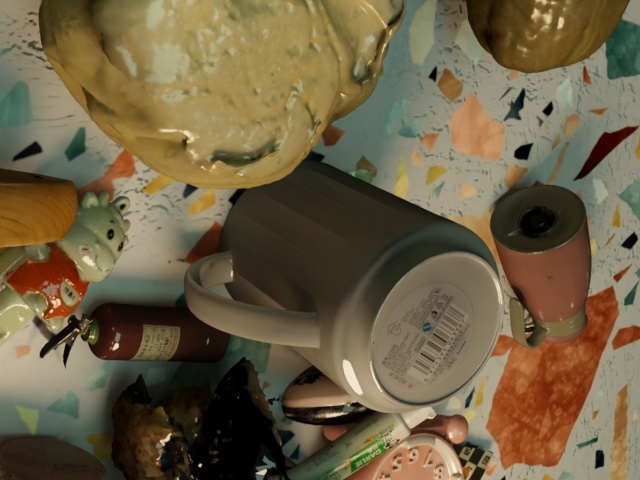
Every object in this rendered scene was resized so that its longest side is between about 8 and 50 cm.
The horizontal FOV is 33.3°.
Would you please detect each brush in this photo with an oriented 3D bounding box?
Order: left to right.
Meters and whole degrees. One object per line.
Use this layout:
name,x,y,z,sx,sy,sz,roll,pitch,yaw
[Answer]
brush,-0.359,-0.084,1.072,0.267,0.174,0.166,5,98,-44

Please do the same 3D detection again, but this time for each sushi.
sushi,-0.153,0.275,1.349,0.219,0.225,0.238,-5,96,-8
sushi,0.200,0.400,1.808,0.201,0.031,0.139,22,95,-45

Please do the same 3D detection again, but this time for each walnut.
walnut,0.311,-0.364,1.422,0.283,0.227,0.282,-17,129,-22

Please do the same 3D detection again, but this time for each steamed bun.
steamed bun,-0.106,-0.227,1.154,0.372,0.230,0.324,-35,127,-23

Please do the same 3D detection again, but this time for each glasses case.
glasses case,0.042,0.195,1.459,0.314,0.122,0.075,-11,96,-71

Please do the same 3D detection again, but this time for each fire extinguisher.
fire extinguisher,-0.230,0.125,1.328,0.231,0.071,0.099,5,128,-38

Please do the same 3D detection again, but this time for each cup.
cup,0.013,0.058,1.306,0.323,0.327,0.236,-12,115,-29

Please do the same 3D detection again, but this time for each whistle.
whistle,-0.308,0.038,1.206,0.253,0.106,0.101,-44,113,-14

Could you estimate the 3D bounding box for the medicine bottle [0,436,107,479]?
medicine bottle,-0.365,0.412,1.293,0.151,0.151,0.322,8,104,-40

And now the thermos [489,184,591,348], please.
thermos,0.357,0.062,1.708,0.176,0.146,0.265,-43,136,-23

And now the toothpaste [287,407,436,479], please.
toothpaste,0.017,0.306,1.478,0.314,0.056,0.058,-34,85,-1

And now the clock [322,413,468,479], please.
clock,0.105,0.382,1.612,0.227,0.142,0.241,2,86,-38

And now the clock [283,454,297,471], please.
clock,-0.103,0.418,1.550,0.230,0.083,0.230,-18,121,-34

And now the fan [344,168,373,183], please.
fan,0.000,0.000,1.488,0.131,0.009,0.240,28,92,-40
